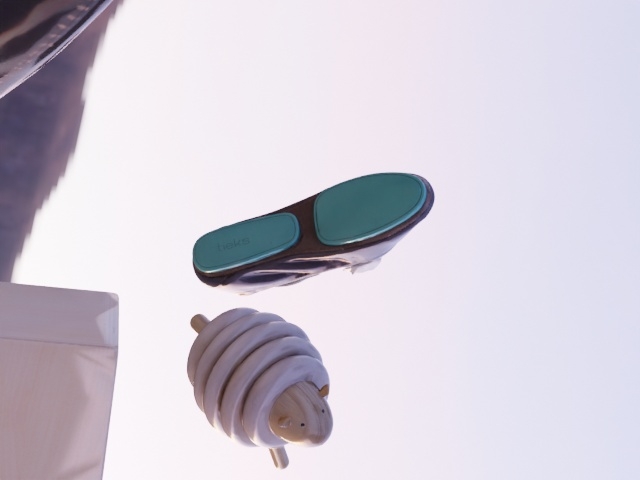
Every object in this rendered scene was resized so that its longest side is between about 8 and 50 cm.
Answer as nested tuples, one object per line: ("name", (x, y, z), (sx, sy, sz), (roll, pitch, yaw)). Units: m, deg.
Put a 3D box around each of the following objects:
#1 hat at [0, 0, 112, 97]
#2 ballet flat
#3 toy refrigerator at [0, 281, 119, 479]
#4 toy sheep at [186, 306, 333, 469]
("hat", (-0.105, -0.104, 0.359), (0.331, 0.134, 0.331), (-27, -136, 29))
("ballet flat", (0.000, 0.000, 1.297), (0.074, 0.203, 0.074), (-17, 90, -74))
("toy refrigerator", (-0.215, 0.169, 1.252), (0.094, 0.102, 0.269), (-103, -160, -63))
("toy sheep", (-0.040, 0.086, 1.036), (0.132, 0.091, 0.091), (33, -65, 35))
